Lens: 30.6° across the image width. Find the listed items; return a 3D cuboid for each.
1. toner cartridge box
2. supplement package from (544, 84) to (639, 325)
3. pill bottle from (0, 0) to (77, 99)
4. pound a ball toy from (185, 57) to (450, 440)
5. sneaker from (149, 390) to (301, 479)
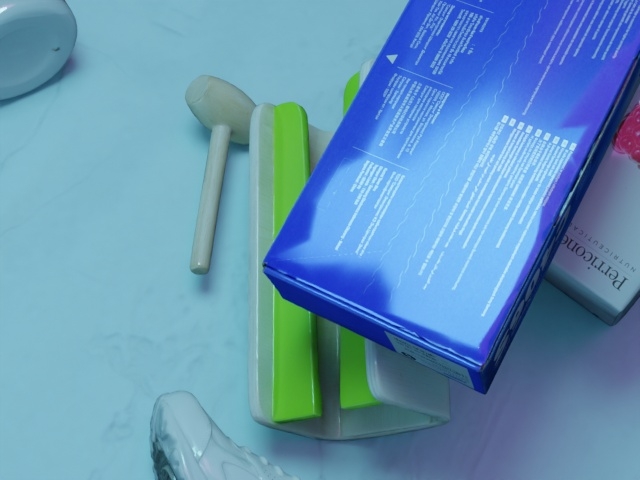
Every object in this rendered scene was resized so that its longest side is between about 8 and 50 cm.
[{"bbox_3d":[0.116,-0.085,0.815,0.165,0.075,0.348,25,76,17],"label":"toner cartridge box"},{"bbox_3d":[0.256,-0.100,0.947,0.177,0.175,0.293,37,91,14],"label":"supplement package"},{"bbox_3d":[-0.320,-0.241,1.048,0.121,0.121,0.221,-28,69,-20],"label":"pill bottle"},{"bbox_3d":[0.000,0.000,0.960,0.136,0.208,0.319,24,58,-47],"label":"pound a ball toy"},{"bbox_3d":[-0.040,0.203,0.869,0.115,0.090,0.232,-27,77,-27],"label":"sneaker"}]
